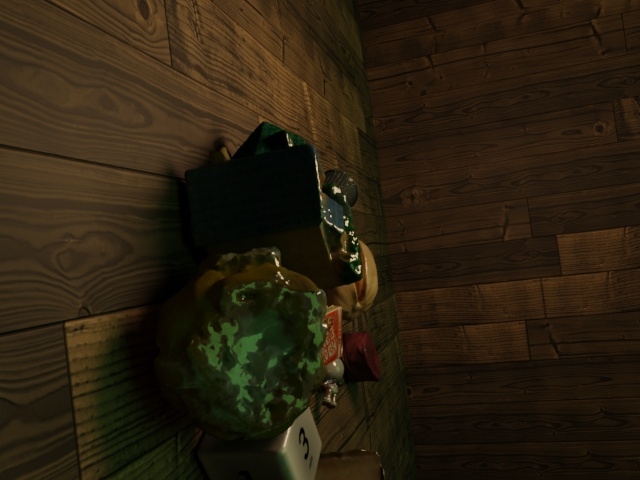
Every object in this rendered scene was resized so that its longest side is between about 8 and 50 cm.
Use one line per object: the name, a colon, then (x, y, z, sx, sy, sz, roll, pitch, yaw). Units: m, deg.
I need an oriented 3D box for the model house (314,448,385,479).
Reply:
model house: (0.026, 0.811, 1.352, 0.446, 0.394, 0.400, -105, -170, -45)

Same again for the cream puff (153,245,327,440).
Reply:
cream puff: (-0.155, 0.198, 1.093, 0.378, 0.275, 0.379, 3, 85, -33)

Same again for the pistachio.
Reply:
pistachio: (0.100, 0.146, 2.088, 0.230, 0.229, 0.309, 19, 61, -72)

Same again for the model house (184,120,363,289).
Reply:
model house: (-0.098, -0.104, 1.310, 0.382, 0.334, 0.343, -89, 166, -58)

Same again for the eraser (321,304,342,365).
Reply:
eraser: (-0.015, 0.287, 1.558, 0.230, 0.038, 0.157, -17, 111, -54)

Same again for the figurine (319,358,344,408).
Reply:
figurine: (0.027, 0.469, 1.886, 0.147, 0.093, 0.197, 41, 47, -33)

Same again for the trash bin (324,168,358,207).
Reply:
trash bin: (0.039, -0.161, 2.103, 0.161, 0.175, 0.176, -52, 133, -52)

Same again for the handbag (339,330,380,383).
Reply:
handbag: (0.155, 0.471, 2.240, 0.147, 0.135, 0.225, -78, 151, -47)

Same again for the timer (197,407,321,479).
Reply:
timer: (-0.122, 0.446, 1.194, 0.192, 0.194, 0.195, -70, 149, -57)
